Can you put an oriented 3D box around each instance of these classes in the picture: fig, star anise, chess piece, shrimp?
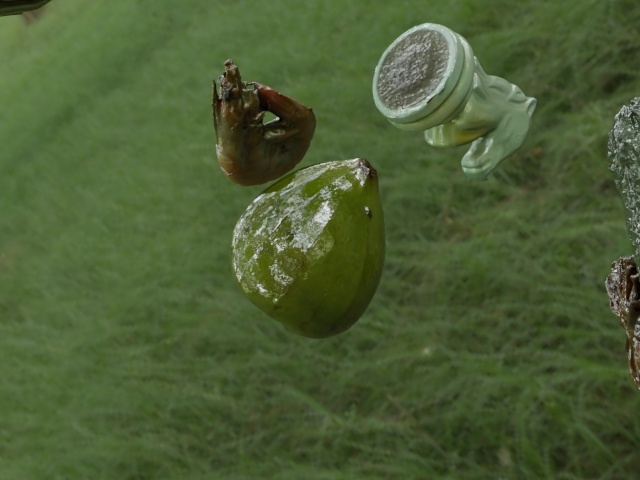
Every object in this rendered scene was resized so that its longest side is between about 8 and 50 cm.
[{"bbox_3d":[0.000,0.000,1.530,0.225,0.203,0.203,-53,13,18],"label":"fig"},{"bbox_3d":[0.447,0.124,1.607,0.098,0.220,0.214,-16,-6,11],"label":"star anise"},{"bbox_3d":[0.232,-0.206,1.932,0.175,0.298,0.176,-22,55,36],"label":"chess piece"},{"bbox_3d":[-0.078,-0.167,1.688,0.152,0.063,0.287,-20,-28,-7],"label":"shrimp"}]

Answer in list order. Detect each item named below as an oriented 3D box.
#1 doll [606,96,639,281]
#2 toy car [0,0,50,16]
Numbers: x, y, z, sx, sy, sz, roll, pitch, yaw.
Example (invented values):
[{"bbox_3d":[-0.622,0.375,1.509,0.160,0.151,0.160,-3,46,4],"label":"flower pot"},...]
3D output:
[{"bbox_3d":[0.470,-0.019,1.427,0.247,0.350,0.247,-25,-17,-8],"label":"doll"},{"bbox_3d":[-0.218,-0.296,0.808,0.248,0.198,0.204,-54,-4,20],"label":"toy car"}]
